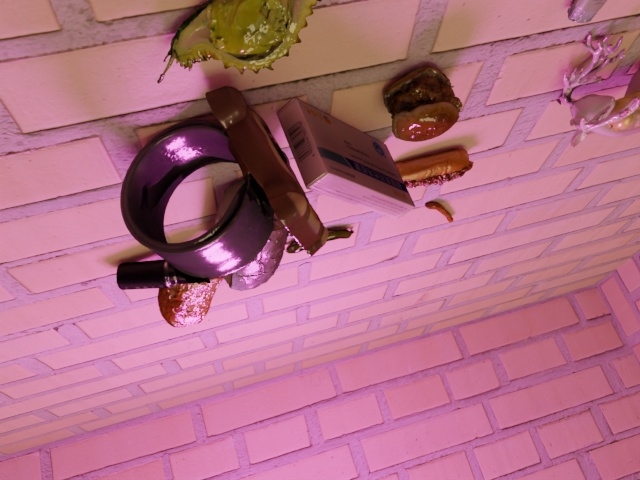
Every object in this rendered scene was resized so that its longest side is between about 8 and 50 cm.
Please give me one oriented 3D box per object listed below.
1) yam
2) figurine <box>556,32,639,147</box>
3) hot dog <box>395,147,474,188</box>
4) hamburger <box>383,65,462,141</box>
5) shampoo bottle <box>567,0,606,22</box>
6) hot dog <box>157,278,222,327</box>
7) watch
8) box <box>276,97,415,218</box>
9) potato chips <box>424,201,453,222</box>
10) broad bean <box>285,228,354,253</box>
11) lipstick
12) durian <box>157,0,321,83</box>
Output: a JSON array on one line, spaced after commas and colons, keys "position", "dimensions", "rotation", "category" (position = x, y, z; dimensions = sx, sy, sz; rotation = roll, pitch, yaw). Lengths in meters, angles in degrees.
[{"position": [-0.175, -0.020, 1.466], "dimensions": [0.202, 0.202, 0.271], "rotation": [-28, 158, -18], "category": "yam"}, {"position": [0.708, -0.356, 1.406], "dimensions": [0.316, 0.206, 0.284], "rotation": [-19, 163, -15], "category": "figurine"}, {"position": [0.305, -0.187, 1.584], "dimensions": [0.250, 0.076, 0.102], "rotation": [-13, 152, -11], "category": "hot dog"}, {"position": [0.223, -0.277, 1.265], "dimensions": [0.159, 0.131, 0.185], "rotation": [-27, 159, 26], "category": "hamburger"}, {"position": [0.543, -0.507, 1.103], "dimensions": [0.072, 0.049, 0.212], "rotation": [-13, 155, -19], "category": "shampoo bottle"}, {"position": [-0.388, 0.144, 1.743], "dimensions": [0.175, 0.114, 0.259], "rotation": [3, 134, -36], "category": "hot dog"}, {"position": [-0.205, -0.072, 1.146], "dimensions": [0.327, 0.335, 0.314], "rotation": [-31, 155, 4], "category": "watch"}, {"position": [0.065, -0.170, 1.294], "dimensions": [0.065, 0.200, 0.344], "rotation": [-36, 151, 28], "category": "box"}, {"position": [0.398, -0.093, 1.917], "dimensions": [0.037, 0.026, 0.204], "rotation": [-27, 156, 25], "category": "potato chips"}, {"position": [0.002, -0.002, 1.807], "dimensions": [0.227, 0.039, 0.069], "rotation": [-13, 161, -14], "category": "broad bean"}, {"position": [-0.400, 0.087, 1.587], "dimensions": [0.300, 0.081, 0.081], "rotation": [-5, 156, 1], "category": "lipstick"}, {"position": [-0.110, -0.340, 0.920], "dimensions": [0.375, 0.106, 0.132], "rotation": [-27, 150, 8], "category": "durian"}]
